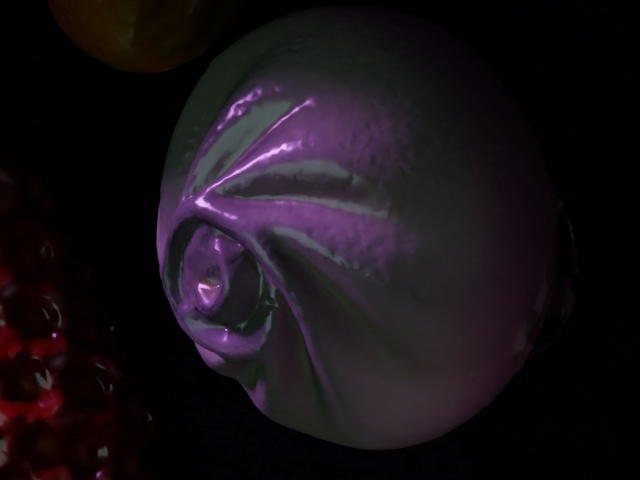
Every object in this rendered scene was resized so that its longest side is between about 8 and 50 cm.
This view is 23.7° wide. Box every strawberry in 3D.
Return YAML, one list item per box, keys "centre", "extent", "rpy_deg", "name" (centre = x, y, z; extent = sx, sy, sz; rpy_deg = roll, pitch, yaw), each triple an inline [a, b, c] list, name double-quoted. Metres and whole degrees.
- centre: [-0.239, 0.057, 0.896]
  extent: [0.336, 0.149, 0.265]
  rpy_deg: [49, 141, 20]
  name: "strawberry"

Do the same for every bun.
- centre: [0.000, 0.000, 0.575]
  extent: [0.173, 0.120, 0.173]
  rpy_deg: [29, 130, 42]
  name: "bun"

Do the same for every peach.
- centre: [-0.071, -0.116, 0.609]
  extent: [0.100, 0.100, 0.101]
  rpy_deg: [30, 132, 39]
  name: "peach"
